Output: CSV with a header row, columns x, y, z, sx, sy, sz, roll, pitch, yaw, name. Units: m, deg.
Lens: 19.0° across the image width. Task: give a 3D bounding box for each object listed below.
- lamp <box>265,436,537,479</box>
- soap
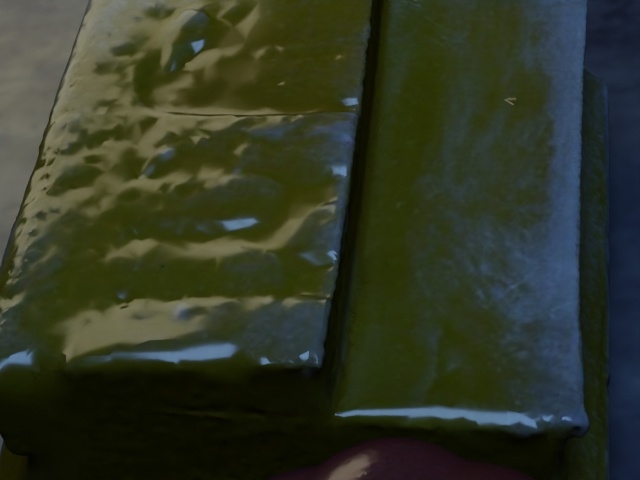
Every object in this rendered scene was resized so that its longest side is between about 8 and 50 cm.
x,y,z,sx,sy,sz,roll,pitch,yaw,name
0.025,0.160,0.665,0.182,0.140,0.182,-2,83,22,lamp
0.000,0.000,0.836,0.259,0.143,0.281,2,44,5,soap
